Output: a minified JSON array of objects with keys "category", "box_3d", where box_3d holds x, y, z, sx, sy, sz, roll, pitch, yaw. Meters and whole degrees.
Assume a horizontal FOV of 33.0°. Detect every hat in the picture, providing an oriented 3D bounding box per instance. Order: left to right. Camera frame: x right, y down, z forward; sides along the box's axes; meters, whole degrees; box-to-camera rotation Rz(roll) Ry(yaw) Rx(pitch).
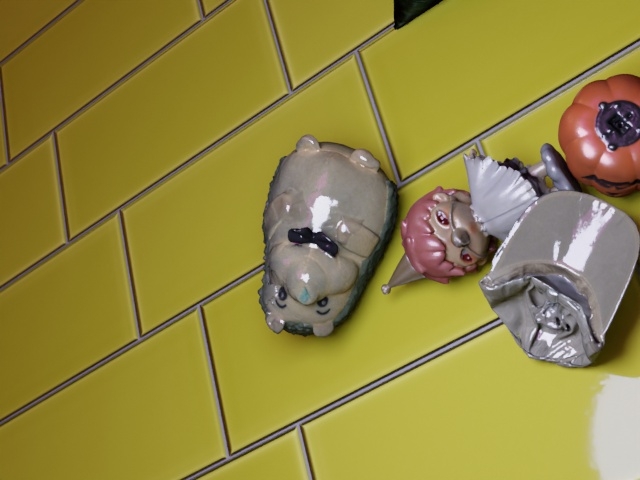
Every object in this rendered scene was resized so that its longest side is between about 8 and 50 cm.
[{"category":"hat","box_3d":[0.382,0.064,1.658,0.214,0.149,0.245,32,81,27]}]

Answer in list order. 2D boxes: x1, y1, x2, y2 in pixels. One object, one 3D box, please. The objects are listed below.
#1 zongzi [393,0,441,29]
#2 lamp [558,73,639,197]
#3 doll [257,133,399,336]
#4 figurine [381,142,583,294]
[{"category":"zongzi","box_3d":[0.251,-0.547,1.984,0.383,0.362,0.319,-14,54,-11]},{"category":"lamp","box_3d":[0.462,-0.159,1.665,0.187,0.164,0.188,-3,78,12]},{"category":"doll","box_3d":[0.000,0.000,1.902,0.247,0.247,0.349,18,93,40]},{"category":"figurine","box_3d":[0.236,-0.023,1.768,0.387,0.207,0.166,-29,13,26]}]
